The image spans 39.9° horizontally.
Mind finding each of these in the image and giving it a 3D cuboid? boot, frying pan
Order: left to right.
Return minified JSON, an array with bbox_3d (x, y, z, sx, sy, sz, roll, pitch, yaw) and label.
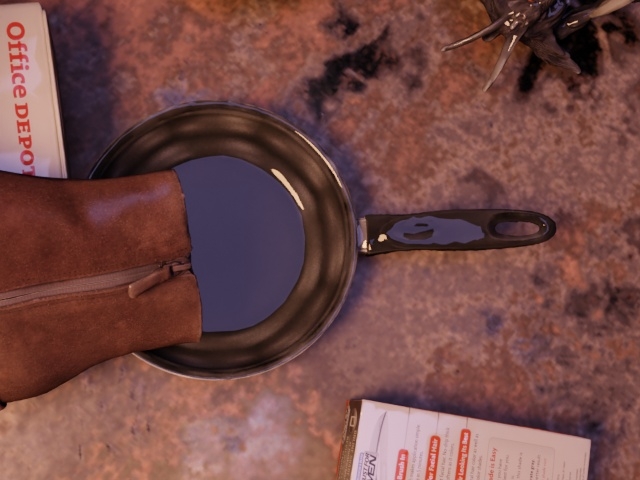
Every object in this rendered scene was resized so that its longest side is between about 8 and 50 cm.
[{"bbox_3d":[-0.187,-0.021,0.516,0.206,0.090,0.248,-16,115,-15],"label":"boot"},{"bbox_3d":[-0.014,-0.026,0.635,0.326,0.053,0.197,-24,85,-14],"label":"frying pan"}]

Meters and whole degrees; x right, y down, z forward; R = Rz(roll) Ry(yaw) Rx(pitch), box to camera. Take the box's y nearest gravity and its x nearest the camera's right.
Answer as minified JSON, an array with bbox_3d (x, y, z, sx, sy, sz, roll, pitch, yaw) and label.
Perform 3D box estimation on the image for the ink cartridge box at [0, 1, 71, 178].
[{"bbox_3d":[-0.269,-0.072,0.585,0.190,0.082,0.140,-7,80,-12],"label":"ink cartridge box"}]

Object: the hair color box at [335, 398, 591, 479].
[{"bbox_3d":[0.097,0.170,0.616,0.167,0.053,0.093,12,78,-9],"label":"hair color box"}]

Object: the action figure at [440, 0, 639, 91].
[{"bbox_3d":[0.198,-0.246,0.675,0.164,0.141,0.276,36,73,-13],"label":"action figure"}]
